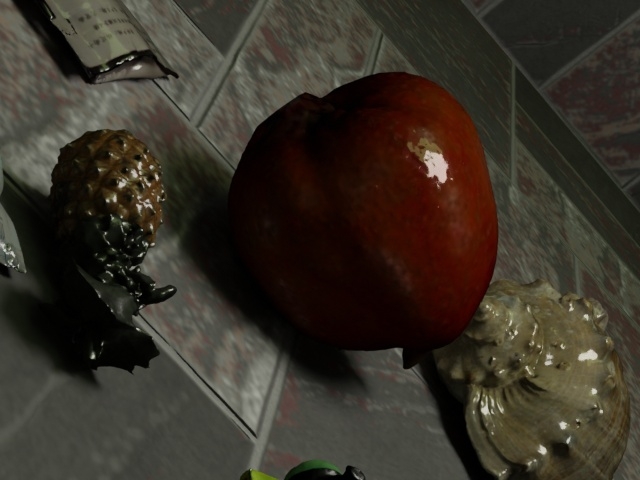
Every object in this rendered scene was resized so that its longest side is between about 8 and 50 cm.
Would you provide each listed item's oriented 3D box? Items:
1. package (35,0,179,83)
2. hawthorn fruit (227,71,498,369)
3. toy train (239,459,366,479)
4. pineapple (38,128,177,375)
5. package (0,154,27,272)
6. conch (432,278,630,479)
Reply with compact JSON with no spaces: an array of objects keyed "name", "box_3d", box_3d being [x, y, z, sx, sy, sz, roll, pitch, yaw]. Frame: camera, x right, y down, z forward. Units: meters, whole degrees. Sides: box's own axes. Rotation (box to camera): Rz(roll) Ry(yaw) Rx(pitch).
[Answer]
[{"name":"package","box_3d":[-0.248,-0.264,1.818,0.204,0.062,0.251,56,16,5]},{"name":"hawthorn fruit","box_3d":[0.053,-0.027,1.746,0.311,0.295,0.295,44,19,6]},{"name":"toy train","box_3d":[-0.005,0.293,1.250,0.100,0.160,0.296,29,29,-35]},{"name":"pineapple","box_3d":[-0.185,0.014,1.421,0.119,0.111,0.237,10,43,-19]},{"name":"package","box_3d":[-0.317,-0.063,1.361,0.171,0.027,0.173,28,30,-44]},{"name":"conch","box_3d":[0.286,0.205,2.015,0.352,0.210,0.297,40,38,-27]}]
